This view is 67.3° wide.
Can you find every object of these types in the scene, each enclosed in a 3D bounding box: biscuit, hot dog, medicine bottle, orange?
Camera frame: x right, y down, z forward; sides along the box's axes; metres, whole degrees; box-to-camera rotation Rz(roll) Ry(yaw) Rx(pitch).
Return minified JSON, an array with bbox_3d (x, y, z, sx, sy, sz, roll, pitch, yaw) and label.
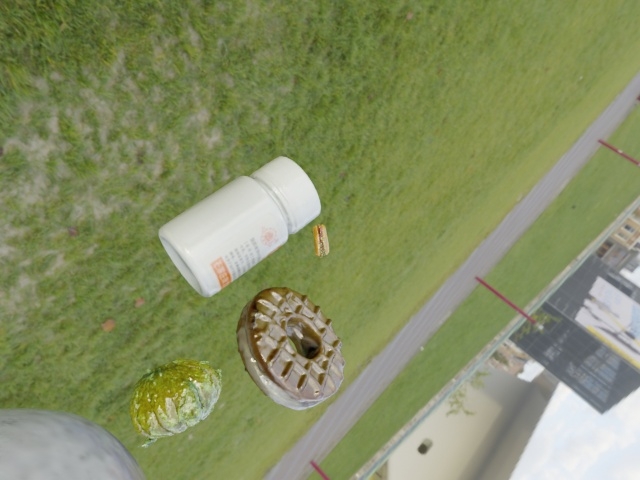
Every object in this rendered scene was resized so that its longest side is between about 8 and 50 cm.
[{"bbox_3d":[-0.072,0.272,1.247,0.103,0.332,0.332,-38,167,30],"label":"biscuit"},{"bbox_3d":[0.000,0.000,1.179,0.037,0.083,0.021,-10,166,-2],"label":"hot dog"},{"bbox_3d":[-0.197,-0.042,1.220,0.371,0.211,0.211,-37,156,-23],"label":"medicine bottle"},{"bbox_3d":[-0.472,0.501,1.563,0.301,0.223,0.300,-23,-174,22],"label":"orange"}]

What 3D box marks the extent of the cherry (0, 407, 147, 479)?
[{"bbox_3d":[-0.298,0.301,0.437,0.291,0.335,0.326,-38,118,0],"label":"cherry"}]
